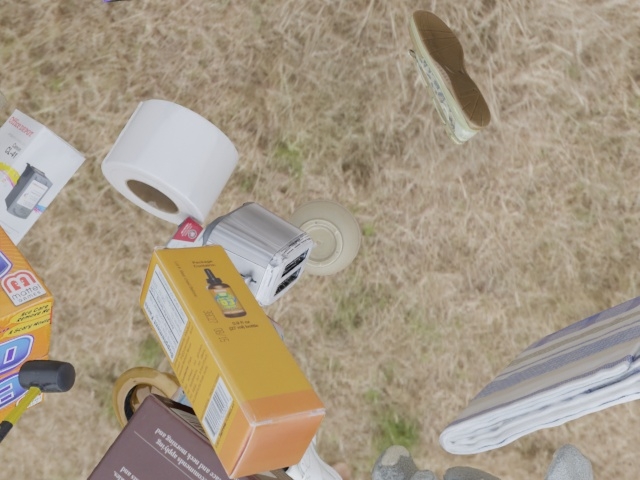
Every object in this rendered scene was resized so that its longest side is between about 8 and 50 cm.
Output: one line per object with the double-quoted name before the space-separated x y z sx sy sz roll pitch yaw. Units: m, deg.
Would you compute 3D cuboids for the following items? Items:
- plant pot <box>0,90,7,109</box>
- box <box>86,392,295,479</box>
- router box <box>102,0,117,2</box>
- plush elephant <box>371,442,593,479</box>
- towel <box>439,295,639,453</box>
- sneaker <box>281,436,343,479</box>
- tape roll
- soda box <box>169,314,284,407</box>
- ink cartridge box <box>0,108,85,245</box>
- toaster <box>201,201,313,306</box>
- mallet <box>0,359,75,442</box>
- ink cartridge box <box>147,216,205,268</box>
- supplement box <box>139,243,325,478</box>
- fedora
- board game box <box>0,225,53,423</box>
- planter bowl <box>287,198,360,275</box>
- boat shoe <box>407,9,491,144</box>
"plant pot" -0.733 -0.313 1.735 0.109 0.096 0.109 -37 73 1
"box" -0.141 0.293 0.831 0.168 0.167 0.203 33 82 23
"router box" -0.336 -0.602 1.642 0.243 0.308 0.081 -9 139 -13
"plush elephant" 0.184 0.356 0.945 0.330 0.272 0.255 20 138 17
"towel" 0.249 0.114 0.771 0.209 0.285 0.034 -30 85 33
"sneaker" -0.035 0.423 1.468 0.090 0.115 0.232 -32 84 22
"tape roll" -0.320 -0.161 1.751 0.246 0.169 0.246 23 160 9
"soda box" -0.119 0.166 0.974 0.058 0.063 0.183 36 102 -13
"ink cartridge box" -0.707 -0.128 1.851 0.306 0.226 0.131 -54 130 -7
"toaster" -0.112 0.023 1.444 0.146 0.227 0.129 29 114 12
"mallet" -0.338 0.201 0.915 0.062 0.189 0.039 -5 121 14
"ink cartridge box" -0.253 0.056 1.725 0.175 0.127 0.072 39 149 -13
"supplement box" -0.090 0.102 0.763 0.078 0.233 0.080 -2 132 -35
"fedora" -0.314 0.319 1.592 0.194 0.079 0.194 10 114 23
"board game box" -0.713 0.141 1.387 0.356 0.356 0.356 48 141 20
"planter bowl" 0.000 0.000 1.665 0.162 0.109 0.162 1 98 4
"boat shoe" 0.240 -0.330 1.642 0.089 0.105 0.285 -42 63 53
